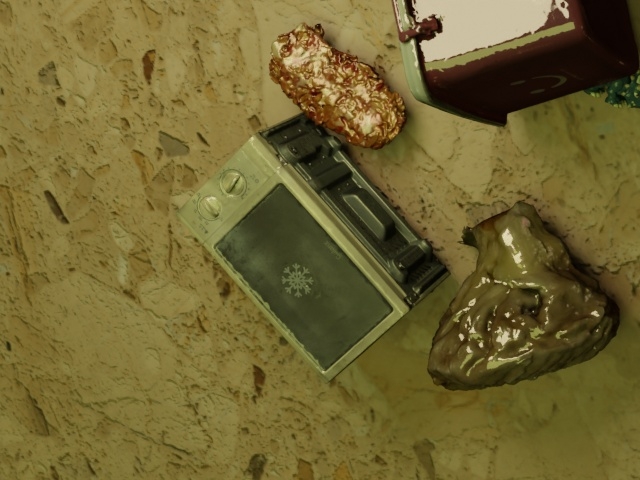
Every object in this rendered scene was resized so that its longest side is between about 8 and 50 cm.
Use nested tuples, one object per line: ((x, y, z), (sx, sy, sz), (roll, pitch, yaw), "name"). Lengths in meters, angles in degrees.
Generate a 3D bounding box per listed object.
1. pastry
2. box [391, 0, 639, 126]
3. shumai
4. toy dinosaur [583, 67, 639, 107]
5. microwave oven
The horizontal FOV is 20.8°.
((0.019, -0.159, 1.858), (0.169, 0.063, 0.087), (41, 97, 12), "pastry")
((0.183, -0.224, 1.623), (0.167, 0.294, 0.193), (-15, 83, 21), "box")
((0.193, 0.056, 1.798), (0.206, 0.166, 0.176), (-19, 90, 5), "shumai")
((0.293, -0.162, 1.738), (0.083, 0.030, 0.047), (29, 117, 13), "toy dinosaur")
((0.000, 0.000, 1.850), (0.240, 0.194, 0.145), (48, 116, 4), "microwave oven")
